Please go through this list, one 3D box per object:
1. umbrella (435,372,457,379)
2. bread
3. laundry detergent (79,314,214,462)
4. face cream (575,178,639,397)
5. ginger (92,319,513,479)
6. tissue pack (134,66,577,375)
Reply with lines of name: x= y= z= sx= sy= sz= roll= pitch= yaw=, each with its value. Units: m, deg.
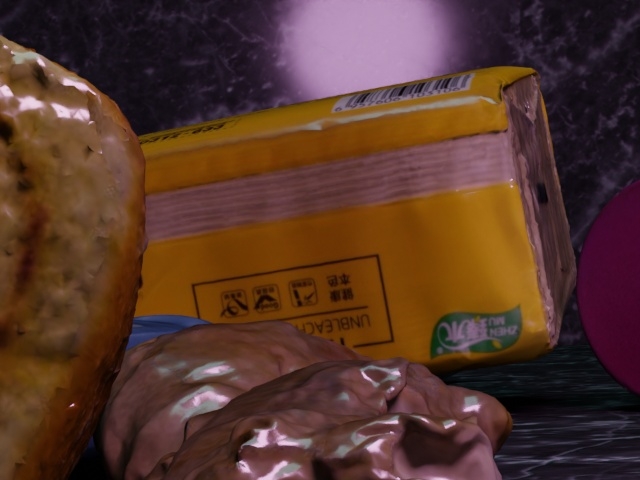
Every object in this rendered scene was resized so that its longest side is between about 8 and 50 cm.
umbrella: x=0.064 y=0.114 z=1.628 sx=0.073 sy=0.067 sz=0.337 roll=-17 pitch=-7 yaw=23
bread: x=-0.103 y=0.023 z=0.412 sx=0.103 sy=0.132 sz=0.172 roll=22 pitch=-12 yaw=-6
laundry detergent: x=-0.130 y=0.085 z=0.910 sx=0.143 sy=0.094 sz=0.290 roll=-11 pitch=-10 yaw=33
face cream: x=0.313 y=0.035 z=1.252 sx=0.175 sy=0.175 sz=0.195 roll=-4 pitch=-4 yaw=42
ginger: x=-0.010 y=0.058 z=0.482 sx=0.122 sy=0.084 sz=0.290 roll=-24 pitch=0 yaw=-1
tissue pack: x=0.000 y=0.000 z=1.352 sx=0.381 sy=0.228 sz=0.293 roll=-9 pitch=7 yaw=14
